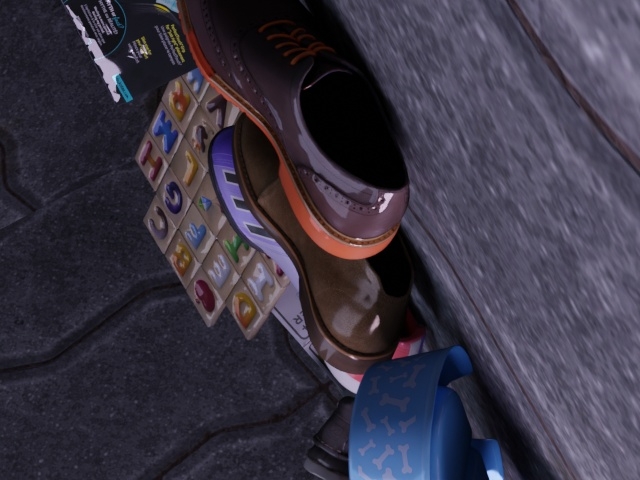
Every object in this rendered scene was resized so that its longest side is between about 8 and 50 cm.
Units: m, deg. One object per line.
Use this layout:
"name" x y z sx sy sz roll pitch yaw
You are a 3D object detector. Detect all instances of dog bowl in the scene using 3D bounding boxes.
"dog bowl" 0.094 0.209 1.178 0.297 0.074 0.166 66 -150 -48

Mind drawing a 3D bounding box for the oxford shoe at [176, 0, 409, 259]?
"oxford shoe" -0.014 -0.123 0.975 0.271 0.097 0.098 57 154 13

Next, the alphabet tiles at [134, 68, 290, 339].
"alphabet tiles" -0.114 -0.057 1.610 0.285 0.011 0.342 56 141 20

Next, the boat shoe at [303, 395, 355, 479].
"boat shoe" 0.094 0.243 1.633 0.112 0.095 0.335 25 -178 28

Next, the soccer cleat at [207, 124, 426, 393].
"soccer cleat" 0.000 0.000 1.384 0.318 0.108 0.116 58 149 14

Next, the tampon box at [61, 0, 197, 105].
"tampon box" -0.142 -0.218 1.229 0.101 0.161 0.120 56 172 52

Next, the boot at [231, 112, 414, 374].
"boot" 0.009 -0.035 1.256 0.305 0.112 0.115 64 147 35

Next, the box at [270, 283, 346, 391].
"box" -0.048 0.037 1.715 0.290 0.087 0.169 46 176 29
